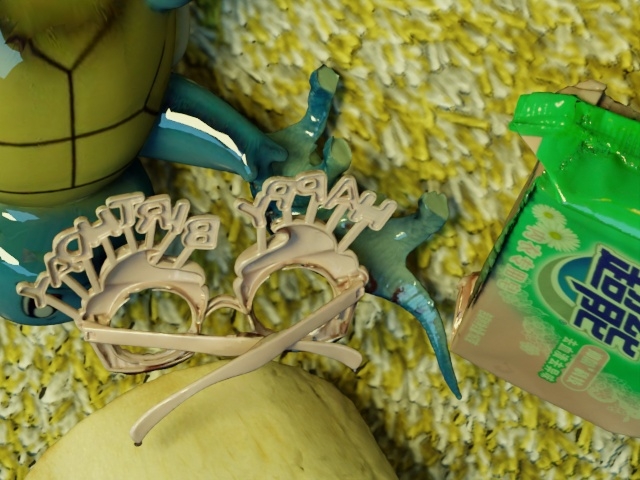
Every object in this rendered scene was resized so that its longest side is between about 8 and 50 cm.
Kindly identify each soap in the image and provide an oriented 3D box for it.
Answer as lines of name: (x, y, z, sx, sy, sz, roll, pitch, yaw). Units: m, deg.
soap: (0.195, 0.025, 1.082, 0.218, 0.098, 0.273, 22, 152, 2)

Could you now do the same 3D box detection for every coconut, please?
coconut: (-0.076, 0.226, 1.211, 0.329, 0.329, 0.329, 5, 117, 10)

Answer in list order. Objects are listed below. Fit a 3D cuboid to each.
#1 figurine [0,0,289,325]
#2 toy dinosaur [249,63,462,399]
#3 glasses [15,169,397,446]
figurine: (-0.193, -0.120, 1.076, 0.298, 0.243, 0.416, -20, 115, -27)
toy dinosaur: (0.006, -0.025, 1.174, 0.329, 0.076, 0.144, 37, 128, -2)
glasses: (-0.068, 0.037, 1.096, 0.255, 0.095, 0.162, -10, 123, -11)
